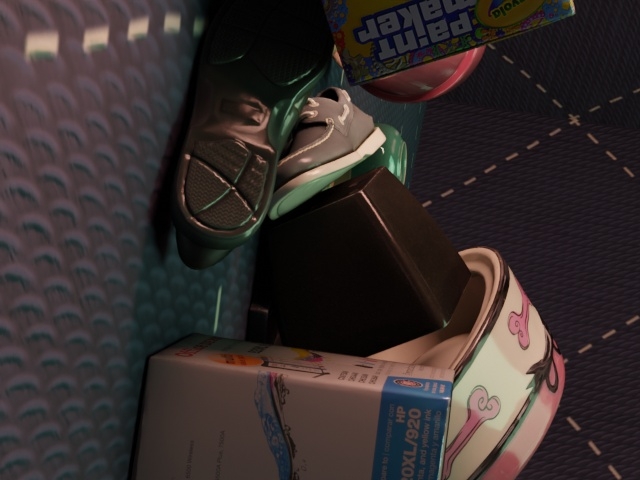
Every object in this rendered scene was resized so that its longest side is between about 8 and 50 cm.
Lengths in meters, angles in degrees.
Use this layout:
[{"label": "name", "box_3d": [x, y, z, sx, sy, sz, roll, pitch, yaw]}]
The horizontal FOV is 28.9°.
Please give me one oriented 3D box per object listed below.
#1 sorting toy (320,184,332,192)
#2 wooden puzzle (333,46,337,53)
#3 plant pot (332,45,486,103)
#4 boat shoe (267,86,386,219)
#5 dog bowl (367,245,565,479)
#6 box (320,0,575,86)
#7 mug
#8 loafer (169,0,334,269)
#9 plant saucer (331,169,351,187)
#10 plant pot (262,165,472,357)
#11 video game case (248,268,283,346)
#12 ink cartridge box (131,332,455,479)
[{"label": "sorting toy", "box_3d": [-0.013, -0.041, 1.517, 0.083, 0.045, 0.075, 55, -47, 53]}, {"label": "wooden puzzle", "box_3d": [0.029, -0.352, 1.312, 0.322, 0.080, 0.348, -53, 151, -77]}, {"label": "plant pot", "box_3d": [0.095, -0.269, 1.566, 0.180, 0.201, 0.201, -23, 123, -66]}, {"label": "boat shoe", "box_3d": [-0.013, -0.106, 1.376, 0.099, 0.116, 0.319, 56, 21, -3]}, {"label": "dog bowl", "box_3d": [0.118, 0.205, 1.482, 0.408, 0.150, 0.408, -45, -168, 13]}, {"label": "box", "box_3d": [0.081, -0.295, 1.003, 0.290, 0.177, 0.279, -54, 126, -74]}, {"label": "mug", "box_3d": [0.084, -0.119, 1.940, 0.158, 0.097, 0.129, 2, 92, -79]}, {"label": "loafer", "box_3d": [-0.060, -0.100, 0.960, 0.084, 0.096, 0.267, 124, -13, -59]}, {"label": "plant saucer", "box_3d": [0.000, 0.000, 1.722, 0.278, 0.041, 0.278, 9, 90, -84]}, {"label": "plant pot", "box_3d": [0.040, 0.024, 1.386, 0.167, 0.188, 0.187, 65, 21, -9]}, {"label": "video game case", "box_3d": [-0.058, 0.139, 1.495, 0.196, 0.026, 0.274, -70, 167, -56]}, {"label": "ink cartridge box", "box_3d": [-0.018, 0.178, 0.999, 0.171, 0.233, 0.168, -13, 110, -82]}]
